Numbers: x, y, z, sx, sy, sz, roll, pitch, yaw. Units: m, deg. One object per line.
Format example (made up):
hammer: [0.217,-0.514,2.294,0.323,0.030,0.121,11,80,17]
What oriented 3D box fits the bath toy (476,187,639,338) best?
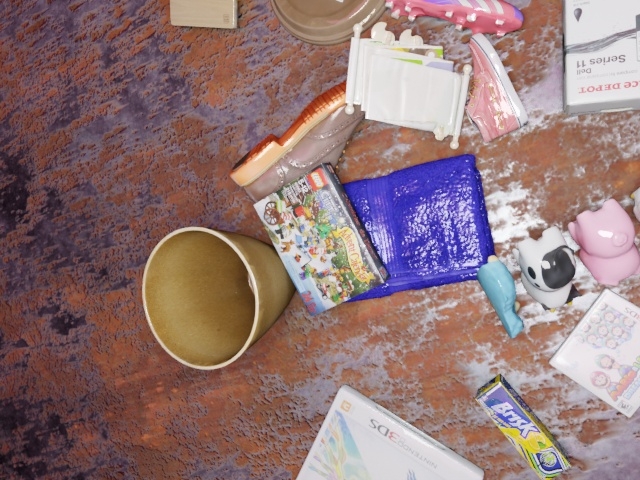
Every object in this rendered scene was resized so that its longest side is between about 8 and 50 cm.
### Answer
bath toy: [0.424,0.022,0.777,0.348,0.151,0.129,-28,72,10]

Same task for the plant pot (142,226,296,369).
plant pot: [-0.152,0.088,0.950,0.237,0.254,0.237,2,94,25]

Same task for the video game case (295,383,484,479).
video game case: [0.103,0.495,0.983,0.299,0.036,0.329,28,102,19]

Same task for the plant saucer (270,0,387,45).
plant saucer: [0.017,-0.520,0.976,0.277,0.041,0.278,1,93,21]

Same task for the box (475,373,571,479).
box: [0.341,0.315,0.865,0.054,0.059,0.169,-43,77,16]

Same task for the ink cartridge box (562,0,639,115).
ink cartridge box: [0.454,-0.308,0.778,0.153,0.087,0.209,-1,92,23]

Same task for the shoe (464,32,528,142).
shoe: [0.276,-0.258,0.866,0.081,0.063,0.178,-27,87,15]

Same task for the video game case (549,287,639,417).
video game case: [0.481,0.181,0.824,0.143,0.019,0.157,35,105,18]

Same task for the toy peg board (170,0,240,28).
toy peg board: [-0.227,-0.532,1.067,0.161,0.079,0.161,13,113,22]

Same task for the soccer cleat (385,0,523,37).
soccer cleat: [0.229,-0.419,0.874,0.248,0.083,0.095,21,95,23]

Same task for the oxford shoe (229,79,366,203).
oxford shoe: [0.005,-0.190,0.971,0.363,0.130,0.133,-34,111,14]

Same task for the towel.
towel: [0.145,-0.016,0.923,0.308,0.076,0.228,-12,88,22]

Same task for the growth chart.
growth chart: [0.153,-0.271,0.879,0.237,0.021,0.172,13,94,-12]

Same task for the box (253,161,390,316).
box: [0.000,0.000,0.915,0.159,0.044,0.233,-29,88,25]
